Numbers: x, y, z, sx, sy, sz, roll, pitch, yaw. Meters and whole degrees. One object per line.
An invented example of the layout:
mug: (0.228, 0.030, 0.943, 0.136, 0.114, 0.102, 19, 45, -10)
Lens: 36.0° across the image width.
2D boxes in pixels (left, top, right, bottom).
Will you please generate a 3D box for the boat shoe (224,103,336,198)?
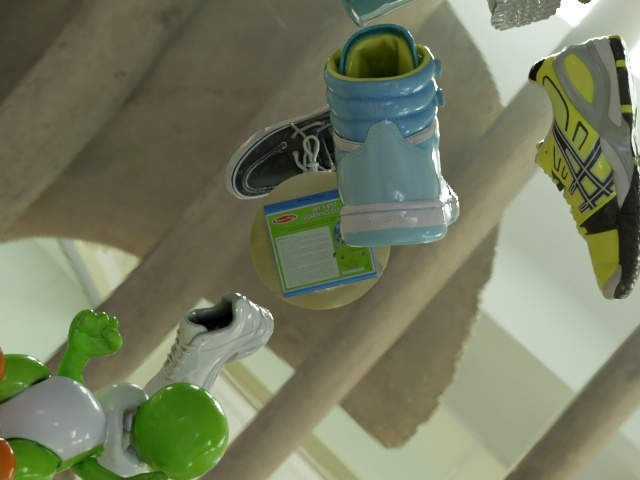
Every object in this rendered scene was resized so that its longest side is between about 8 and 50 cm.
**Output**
boat shoe: (-0.016, -0.151, 1.689, 0.105, 0.306, 0.113, -131, -160, -59)

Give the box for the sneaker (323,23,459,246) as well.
sneaker: (0.076, -0.111, 1.011, 0.319, 0.127, 0.208, -68, 153, -83)

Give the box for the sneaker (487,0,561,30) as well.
sneaker: (0.224, -0.321, 1.149, 0.235, 0.090, 0.094, 39, 34, -71)

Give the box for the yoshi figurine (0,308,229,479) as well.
yoshi figurine: (-0.235, 0.198, 1.077, 0.203, 0.203, 0.362, 32, 5, 34)

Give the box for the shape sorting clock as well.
shape sorting clock: (0.000, 0.000, 1.442, 0.206, 0.206, 0.040, 54, 5, -14)

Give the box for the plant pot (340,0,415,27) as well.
plant pot: (0.135, -0.478, 1.425, 0.272, 0.255, 0.271, -15, 90, -75)

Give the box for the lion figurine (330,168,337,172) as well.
lion figurine: (0.129, -0.195, 2.120, 0.392, 0.240, 0.142, -2, -88, 40)

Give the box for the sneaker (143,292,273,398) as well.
sneaker: (-0.184, 0.155, 1.412, 0.090, 0.232, 0.115, 41, -7, 43)

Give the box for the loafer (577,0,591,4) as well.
loafer: (0.322, -0.315, 1.127, 0.045, 0.039, 0.125, 47, -11, 6)

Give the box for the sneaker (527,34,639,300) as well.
sneaker: (0.400, -0.101, 1.456, 0.147, 0.145, 0.384, -5, -84, 22)
